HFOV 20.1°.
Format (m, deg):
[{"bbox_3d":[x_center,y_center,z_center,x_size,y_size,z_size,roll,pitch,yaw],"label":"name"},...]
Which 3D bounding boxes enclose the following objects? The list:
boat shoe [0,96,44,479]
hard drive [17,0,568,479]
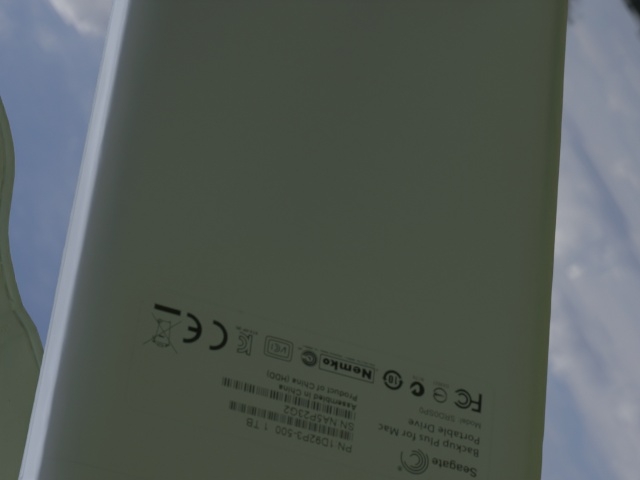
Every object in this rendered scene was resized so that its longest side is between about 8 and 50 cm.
[{"bbox_3d":[-0.241,0.006,1.066,0.116,0.099,0.320,-16,-86,-52],"label":"boat shoe"},{"bbox_3d":[0.000,0.000,0.735,0.203,0.040,0.308,17,-120,-18],"label":"hard drive"}]
